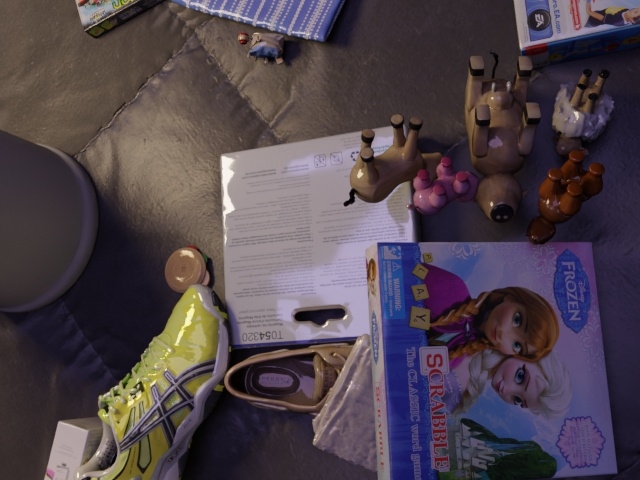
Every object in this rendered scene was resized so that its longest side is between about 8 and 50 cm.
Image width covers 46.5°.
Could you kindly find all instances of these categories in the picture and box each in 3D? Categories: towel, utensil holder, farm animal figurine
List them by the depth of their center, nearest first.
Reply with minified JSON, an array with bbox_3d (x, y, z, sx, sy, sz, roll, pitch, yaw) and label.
[{"bbox_3d":[0.144,0.262,1.056,0.282,0.049,0.187,28,94,-5],"label":"towel"},{"bbox_3d":[0.228,-0.119,1.065,0.330,0.172,0.327,15,57,14],"label":"farm animal figurine"},{"bbox_3d":[-0.629,-0.056,1.262,0.327,0.385,0.327,-4,79,20],"label":"utensil holder"},{"bbox_3d":[-0.094,-0.498,1.325,0.336,0.040,0.243,21,83,22],"label":"towel"}]

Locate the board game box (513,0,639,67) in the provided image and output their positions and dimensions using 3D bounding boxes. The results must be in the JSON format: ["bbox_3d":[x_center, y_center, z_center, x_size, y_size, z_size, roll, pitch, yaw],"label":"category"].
[{"bbox_3d":[0.436,-0.439,1.109,0.302,0.086,0.308,-7,78,18],"label":"board game box"}]

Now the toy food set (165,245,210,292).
[{"bbox_3d":[-0.233,0.051,1.296,0.083,0.020,0.082,-16,75,17],"label":"toy food set"}]

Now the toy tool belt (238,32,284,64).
[{"bbox_3d":[-0.104,-0.334,1.301,0.083,0.052,0.051,3,87,1],"label":"toy tool belt"}]

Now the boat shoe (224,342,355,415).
[{"bbox_3d":[0.024,0.216,1.124,0.341,0.110,0.121,-7,78,16],"label":"boat shoe"}]

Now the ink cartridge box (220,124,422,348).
[{"bbox_3d":[0.000,0.000,1.197,0.324,0.071,0.330,-6,82,19],"label":"ink cartridge box"}]

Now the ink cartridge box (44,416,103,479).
[{"bbox_3d":[-0.400,0.402,1.242,0.067,0.115,0.198,11,85,21],"label":"ink cartridge box"}]

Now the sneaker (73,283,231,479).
[{"bbox_3d":[-0.261,0.249,1.182,0.145,0.147,0.384,12,81,55],"label":"sneaker"}]

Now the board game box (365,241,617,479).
[{"bbox_3d":[0.228,0.161,1.007,0.318,0.066,0.318,-1,79,-12],"label":"board game box"}]

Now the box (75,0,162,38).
[{"bbox_3d":[-0.374,-0.488,1.434,0.207,0.036,0.114,-24,74,14],"label":"box"}]
